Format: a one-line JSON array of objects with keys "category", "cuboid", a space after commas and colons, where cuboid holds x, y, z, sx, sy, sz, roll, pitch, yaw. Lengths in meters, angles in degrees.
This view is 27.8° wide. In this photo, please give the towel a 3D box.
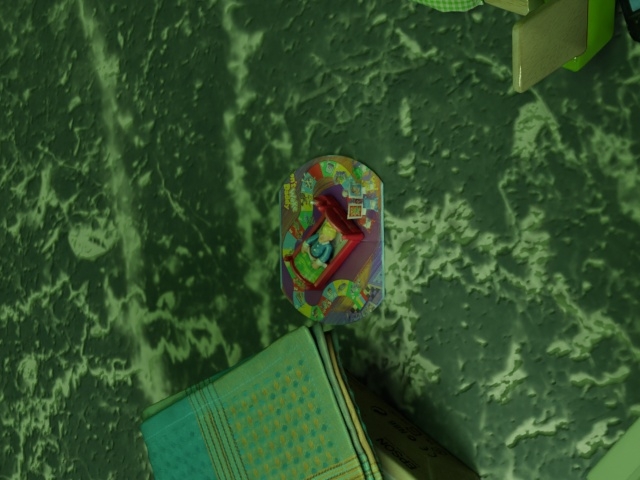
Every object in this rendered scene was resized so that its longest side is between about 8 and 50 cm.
[{"category": "towel", "cuboid": [-0.028, 0.290, 1.190, 0.271, 0.040, 0.370, -29, 76, 37]}]

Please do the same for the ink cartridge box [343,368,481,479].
[{"category": "ink cartridge box", "cuboid": [0.010, 0.242, 1.237, 0.235, 0.088, 0.193, 36, 112, 32]}]

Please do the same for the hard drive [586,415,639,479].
[{"category": "hard drive", "cuboid": [0.332, 0.057, 0.892, 0.040, 0.203, 0.307, 49, 119, 27]}]

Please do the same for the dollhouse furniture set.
[{"category": "dollhouse furniture set", "cuboid": [0.079, -0.254, 1.073, 0.302, 0.151, 0.197, 28, 140, 36]}]

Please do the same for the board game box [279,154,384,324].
[{"category": "board game box", "cuboid": [0.000, 0.000, 1.273, 0.133, 0.033, 0.168, 0, 91, 39]}]

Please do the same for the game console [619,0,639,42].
[{"category": "game console", "cuboid": [0.265, -0.233, 1.023, 0.107, 0.071, 0.122, -21, 78, 38]}]
